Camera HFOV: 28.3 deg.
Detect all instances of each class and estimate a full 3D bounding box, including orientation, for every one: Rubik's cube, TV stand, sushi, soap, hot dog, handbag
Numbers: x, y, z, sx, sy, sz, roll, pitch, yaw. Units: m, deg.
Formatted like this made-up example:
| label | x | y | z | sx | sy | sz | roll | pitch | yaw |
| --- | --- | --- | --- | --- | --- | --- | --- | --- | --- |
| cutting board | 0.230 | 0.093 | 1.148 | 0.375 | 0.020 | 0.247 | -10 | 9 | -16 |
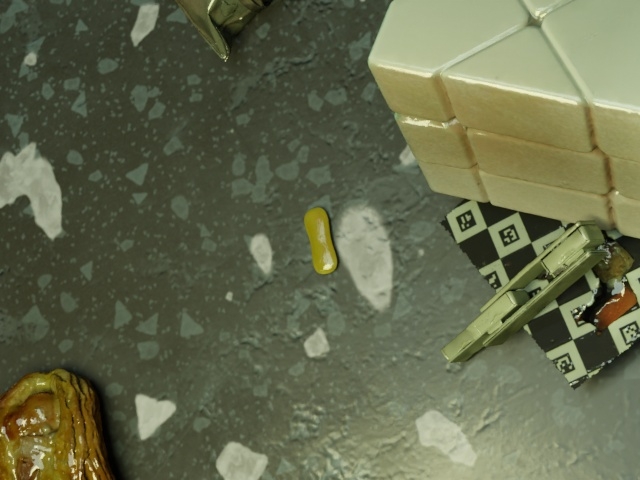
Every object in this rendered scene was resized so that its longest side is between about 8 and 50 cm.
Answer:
| label | x | y | z | sx | sy | sz | roll | pitch | yaw |
| --- | --- | --- | --- | --- | --- | --- | --- | --- | --- |
| Rubik's cube | 0.275 | -0.218 | 1.371 | 0.319 | 0.316 | 0.321 | 14 | 71 | 22 |
| TV stand | 0.229 | 0.068 | 1.454 | 0.249 | 0.036 | 0.042 | -47 | 62 | 34 |
| sushi | 0.294 | 0.016 | 1.490 | 0.192 | 0.043 | 0.279 | -43 | 60 | 13 |
| soap | 0.000 | 0.000 | 1.626 | 0.034 | 0.012 | 0.089 | -18 | 73 | 17 |
| hot dog | -0.352 | 0.289 | 1.651 | 0.175 | 0.114 | 0.259 | -22 | 73 | 15 |
| handbag | -0.089 | -0.374 | 1.683 | 0.270 | 0.117 | 0.182 | -37 | 77 | 10 |
